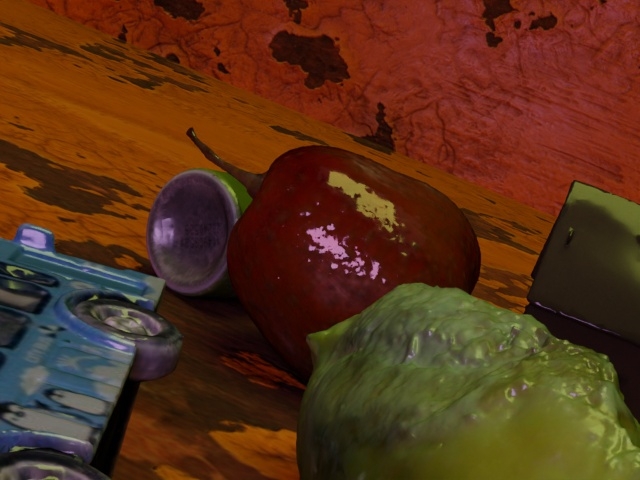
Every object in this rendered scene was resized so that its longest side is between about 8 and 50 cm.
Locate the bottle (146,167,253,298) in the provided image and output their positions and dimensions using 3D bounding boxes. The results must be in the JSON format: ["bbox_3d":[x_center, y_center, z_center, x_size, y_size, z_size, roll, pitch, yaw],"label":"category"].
[{"bbox_3d":[0.006,0.006,0.991,0.093,0.093,0.330,29,13,35],"label":"bottle"}]

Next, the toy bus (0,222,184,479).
[{"bbox_3d":[-0.121,0.075,0.356,0.131,0.106,0.297,17,12,-5],"label":"toy bus"}]

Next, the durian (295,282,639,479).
[{"bbox_3d":[0.055,0.093,0.518,0.101,0.139,0.250,12,12,-18],"label":"durian"}]

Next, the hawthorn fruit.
[{"bbox_3d":[0.000,0.000,0.784,0.203,0.163,0.162,39,5,-16],"label":"hawthorn fruit"}]

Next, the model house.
[{"bbox_3d":[0.275,0.036,0.961,0.211,0.243,0.204,22,11,7],"label":"model house"}]
